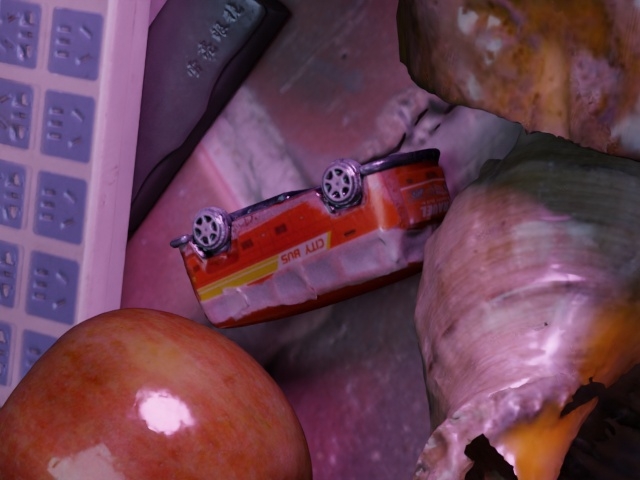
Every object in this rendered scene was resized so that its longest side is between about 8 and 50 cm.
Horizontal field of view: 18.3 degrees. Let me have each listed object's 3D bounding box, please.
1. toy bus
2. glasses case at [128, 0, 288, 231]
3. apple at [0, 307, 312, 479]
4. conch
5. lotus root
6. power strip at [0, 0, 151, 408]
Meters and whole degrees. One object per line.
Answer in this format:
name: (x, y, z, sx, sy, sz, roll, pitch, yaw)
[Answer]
toy bus: (0.000, 0.000, 1.180, 0.174, 0.079, 0.077, -18, 85, 35)
glasses case: (-0.098, -0.096, 1.279, 0.072, 0.042, 0.190, 47, 117, 20)
apple: (-0.101, 0.140, 1.185, 0.174, 0.188, 0.188, 34, 109, 27)
conch: (0.161, 0.091, 0.982, 0.263, 0.186, 0.324, 11, 71, 31)
lotus root: (0.145, -0.183, 0.925, 0.267, 0.149, 0.260, 30, 119, 50)
power strip: (-0.170, -0.059, 1.276, 0.106, 0.043, 0.367, 12, 100, 32)
